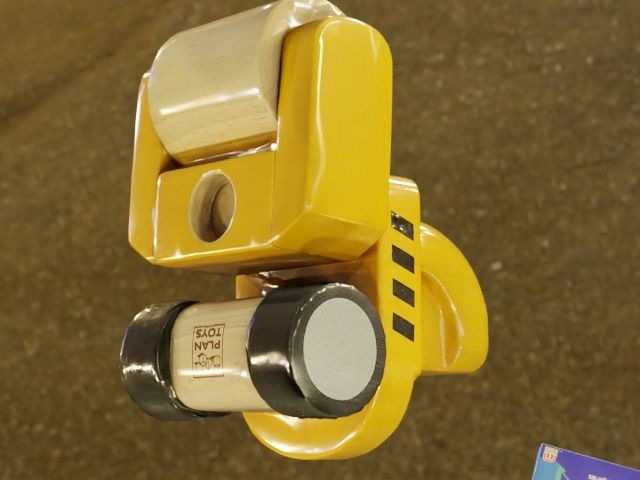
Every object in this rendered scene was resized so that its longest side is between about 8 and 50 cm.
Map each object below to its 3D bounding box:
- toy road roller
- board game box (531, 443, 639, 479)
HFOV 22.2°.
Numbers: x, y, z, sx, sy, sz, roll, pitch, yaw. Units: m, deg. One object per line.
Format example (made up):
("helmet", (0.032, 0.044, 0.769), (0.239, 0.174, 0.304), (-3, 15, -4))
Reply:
("toy road roller", (0.000, 0.000, 1.236), (0.240, 0.329, 0.202), (8, -11, -43))
("board game box", (0.216, 0.277, 1.234), (0.160, 0.047, 0.210), (15, 77, 8))
